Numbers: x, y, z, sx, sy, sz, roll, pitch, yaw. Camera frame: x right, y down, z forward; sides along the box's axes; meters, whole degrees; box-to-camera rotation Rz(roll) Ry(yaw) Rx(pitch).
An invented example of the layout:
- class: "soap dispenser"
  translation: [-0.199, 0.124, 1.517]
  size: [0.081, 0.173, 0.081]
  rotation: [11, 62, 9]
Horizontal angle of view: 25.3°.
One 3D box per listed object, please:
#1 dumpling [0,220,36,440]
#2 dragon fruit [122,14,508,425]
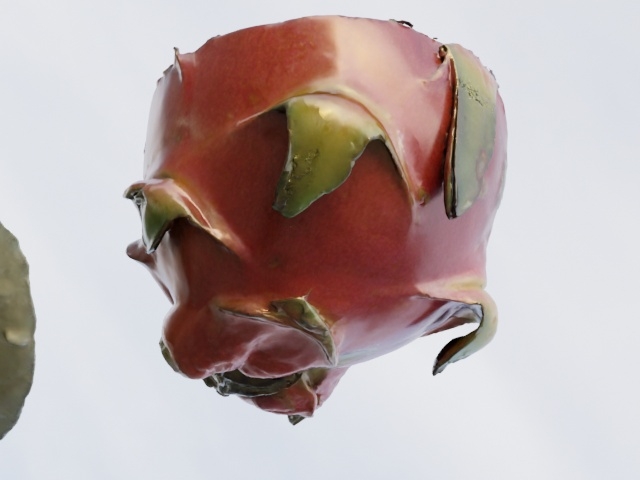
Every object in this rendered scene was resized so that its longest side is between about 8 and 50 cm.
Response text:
- class: "dumpling"
  translation: [-0.311, 0.079, 0.990]
  size: [0.227, 0.175, 0.243]
  rotation: [47, -32, -23]
- class: "dragon fruit"
  translation: [0.000, 0.000, 1.057]
  size: [0.305, 0.305, 0.225]
  rotation: [-30, -131, 43]
